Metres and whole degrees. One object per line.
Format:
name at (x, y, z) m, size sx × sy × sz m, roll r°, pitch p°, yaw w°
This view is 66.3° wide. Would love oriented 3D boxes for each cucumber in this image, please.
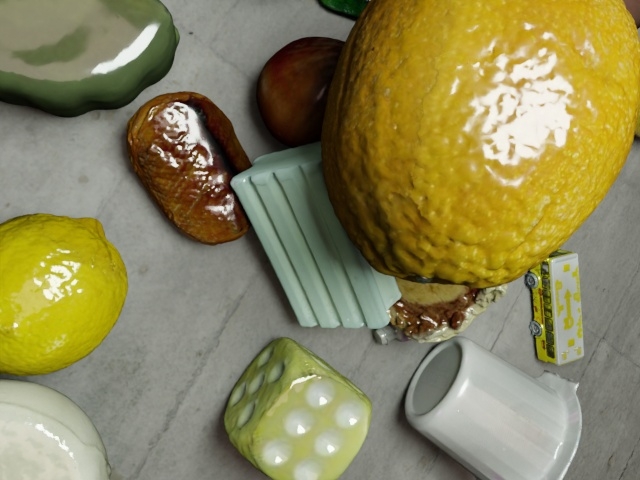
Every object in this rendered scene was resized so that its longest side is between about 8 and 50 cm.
cucumber at (0.132, -0.392, 0.826) m, size 0.284 × 0.056 × 0.056 m, roll -1°, pitch 95°, yaw -17°

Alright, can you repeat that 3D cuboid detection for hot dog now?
hot dog at (-0.177, -0.102, 0.714) m, size 0.160 × 0.099 × 0.227 m, roll -29°, pitch 109°, yaw -16°

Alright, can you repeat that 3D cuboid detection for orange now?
orange at (0.157, -0.122, 0.534) m, size 0.322 × 0.322 × 0.357 m, roll 22°, pitch 77°, yaw -20°

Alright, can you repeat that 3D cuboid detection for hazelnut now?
hazelnut at (0.007, -0.225, 0.730) m, size 0.204 × 0.178 × 0.178 m, roll -12°, pitch 99°, yaw -35°

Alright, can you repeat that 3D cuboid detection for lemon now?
lemon at (-0.354, 0.068, 0.621) m, size 0.192 × 0.192 × 0.231 m, roll 41°, pitch 75°, yaw -18°

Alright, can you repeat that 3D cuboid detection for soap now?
soap at (0.000, 0.000, 0.714) m, size 0.087 × 0.159 × 0.265 m, roll -52°, pitch 126°, yaw -47°

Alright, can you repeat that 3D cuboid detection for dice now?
dice at (-0.036, 0.266, 0.762) m, size 0.166 × 0.169 × 0.169 m, roll 38°, pitch 82°, yaw -18°

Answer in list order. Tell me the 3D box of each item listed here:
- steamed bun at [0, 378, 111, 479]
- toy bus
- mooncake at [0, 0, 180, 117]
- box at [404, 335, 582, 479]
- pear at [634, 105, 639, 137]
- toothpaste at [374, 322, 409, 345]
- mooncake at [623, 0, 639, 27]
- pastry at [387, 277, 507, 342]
steamed bun at (-0.418, 0.316, 0.627) m, size 0.283 × 0.177 × 0.283 m, roll 1°, pitch 87°, yaw -19°
toy bus at (0.468, 0.132, 0.981) m, size 0.081 × 0.074 × 0.226 m, roll -9°, pitch 99°, yaw -18°
mooncake at (-0.339, -0.326, 0.593) m, size 0.351 × 0.187 × 0.351 m, roll -3°, pitch 98°, yaw -23°
box at (0.266, 0.310, 0.837) m, size 0.206 × 0.262 × 0.291 m, roll 34°, pitch 41°, yaw -4°
pear at (0.682, -0.278, 0.969) m, size 0.178 × 0.178 × 0.178 m, roll -2°, pitch 96°, yaw -19°
toothpaste at (0.234, 0.122, 0.913) m, size 0.301 × 0.048 × 0.075 m, roll -21°, pitch 98°, yaw -19°
mooncake at (0.315, -0.327, 0.755) m, size 0.333 × 0.326 × 0.174 m, roll -30°, pitch 92°, yaw -26°
pastry at (0.179, 0.013, 0.803) m, size 0.256 × 0.170 × 0.237 m, roll 45°, pitch 118°, yaw 4°
